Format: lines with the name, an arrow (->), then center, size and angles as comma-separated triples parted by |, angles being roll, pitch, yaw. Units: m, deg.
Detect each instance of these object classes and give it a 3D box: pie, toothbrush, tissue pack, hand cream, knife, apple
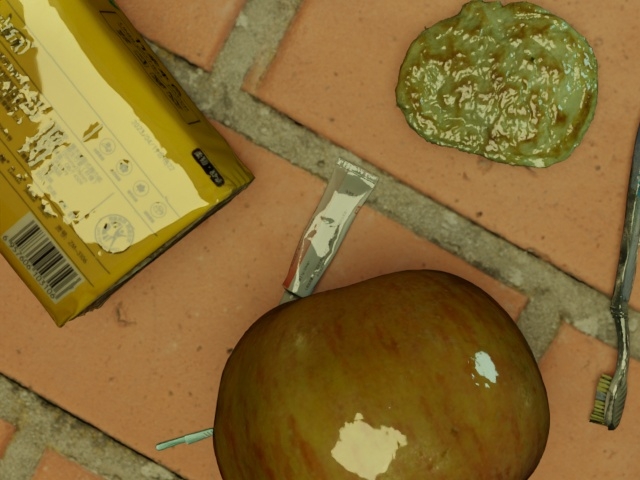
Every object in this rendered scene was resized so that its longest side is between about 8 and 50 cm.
pie -> 0.223, -0.197, 1.719 | 0.248, 0.090, 0.201 | 16, 88, 4
toothbrush -> 0.389, 0.039, 1.757 | 0.042, 0.035, 0.413 | 13, 99, 39
tissue pack -> -0.313, -0.129, 1.714 | 0.293, 0.228, 0.382 | -38, 93, 10
hand cream -> -0.001, 0.000, 1.798 | 0.052, 0.038, 0.216 | 26, 94, -22
knife -> -0.179, 0.268, 1.864 | 0.091, 0.005, 0.014 | -18, 94, 8
apple -> 0.063, 0.199, 1.638 | 0.400, 0.400, 0.333 | -35, 86, 9
